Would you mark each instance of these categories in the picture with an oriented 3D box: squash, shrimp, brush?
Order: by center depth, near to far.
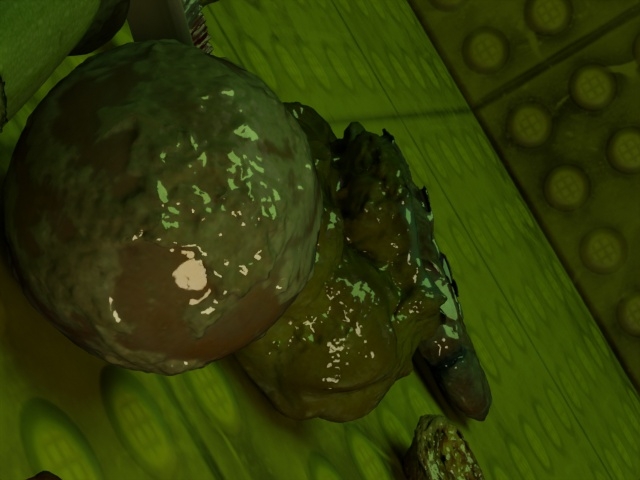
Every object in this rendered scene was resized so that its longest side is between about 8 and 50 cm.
[{"bbox_3d":[-0.188,-0.121,1.029,0.137,0.137,0.287,58,27,-6],"label":"squash"},{"bbox_3d":[-0.139,-0.239,1.438,0.050,0.060,0.321,-56,152,-29],"label":"brush"},{"bbox_3d":[0.114,0.037,1.970,0.247,0.085,0.360,51,17,-64],"label":"shrimp"}]

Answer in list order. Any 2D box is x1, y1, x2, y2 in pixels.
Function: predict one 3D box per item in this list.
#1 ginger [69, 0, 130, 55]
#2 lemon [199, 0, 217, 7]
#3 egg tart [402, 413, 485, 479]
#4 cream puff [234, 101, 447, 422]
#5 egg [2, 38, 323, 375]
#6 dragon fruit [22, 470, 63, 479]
[{"bbox_3d":[-0.236,-0.255,1.245,0.244,0.155,0.304,29,24,-50],"label":"ginger"},{"bbox_3d":[-0.142,-0.262,1.622,0.133,0.109,0.109,49,15,-6],"label":"lemon"},{"bbox_3d":[0.112,0.221,1.631,0.129,0.049,0.129,51,22,-30],"label":"egg tart"},{"bbox_3d":[0.000,-0.001,1.428,0.282,0.185,0.282,50,20,-25],"label":"cream puff"},{"bbox_3d":[-0.099,-0.023,1.110,0.203,0.203,0.245,54,5,-20],"label":"egg"},{"bbox_3d":[-0.095,0.198,0.606,0.241,0.241,0.252,37,21,-56],"label":"dragon fruit"}]
